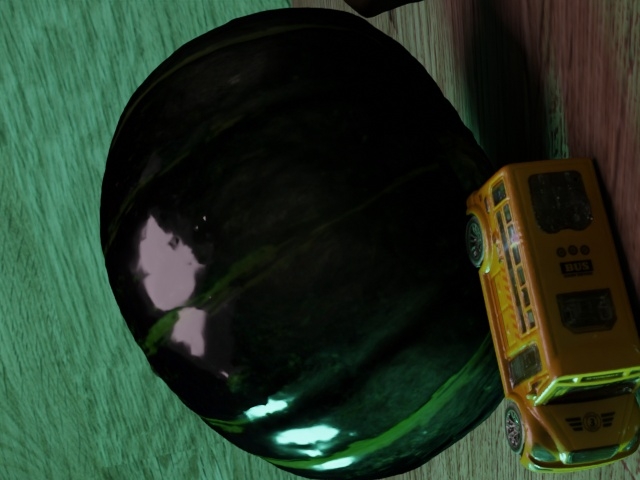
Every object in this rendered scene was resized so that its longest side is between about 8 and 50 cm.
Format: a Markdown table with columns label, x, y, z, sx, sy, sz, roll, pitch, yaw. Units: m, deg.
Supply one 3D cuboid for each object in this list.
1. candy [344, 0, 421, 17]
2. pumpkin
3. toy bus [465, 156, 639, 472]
| label | x | y | z | sx | sy | sz | roll | pitch | yaw |
| --- | --- | --- | --- | --- | --- | --- | --- | --- | --- |
| candy | 0.056 | -0.213 | 0.791 | 0.234 | 0.104 | 0.102 | 113 | 140 | -82 |
| pumpkin | 0.000 | 0.000 | 0.872 | 0.323 | 0.241 | 0.323 | 50 | -163 | -21 |
| toy bus | 0.131 | 0.040 | 0.704 | 0.074 | 0.069 | 0.162 | 120 | 141 | -67 |
